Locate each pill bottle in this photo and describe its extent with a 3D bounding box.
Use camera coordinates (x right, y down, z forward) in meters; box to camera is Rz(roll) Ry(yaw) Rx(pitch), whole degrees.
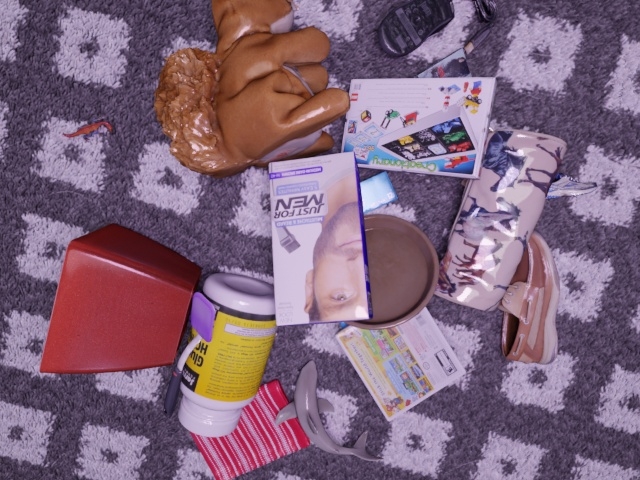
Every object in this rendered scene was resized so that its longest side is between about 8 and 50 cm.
[{"bbox_3d":[-0.213,0.258,0.940,0.188,0.188,0.334,17,96,-1],"label":"pill bottle"}]

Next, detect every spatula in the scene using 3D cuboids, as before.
[{"bbox_3d":[-0.280,0.245,0.854,0.084,0.030,0.296,32,104,36],"label":"spatula"}]

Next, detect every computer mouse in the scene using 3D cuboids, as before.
[{"bbox_3d":[0.261,-0.477,0.915,0.262,0.060,0.184,-42,103,3],"label":"computer mouse"}]

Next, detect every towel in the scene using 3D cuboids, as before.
[{"bbox_3d":[-0.184,0.491,1.046,0.275,0.031,0.199,-26,95,4],"label":"towel"}]

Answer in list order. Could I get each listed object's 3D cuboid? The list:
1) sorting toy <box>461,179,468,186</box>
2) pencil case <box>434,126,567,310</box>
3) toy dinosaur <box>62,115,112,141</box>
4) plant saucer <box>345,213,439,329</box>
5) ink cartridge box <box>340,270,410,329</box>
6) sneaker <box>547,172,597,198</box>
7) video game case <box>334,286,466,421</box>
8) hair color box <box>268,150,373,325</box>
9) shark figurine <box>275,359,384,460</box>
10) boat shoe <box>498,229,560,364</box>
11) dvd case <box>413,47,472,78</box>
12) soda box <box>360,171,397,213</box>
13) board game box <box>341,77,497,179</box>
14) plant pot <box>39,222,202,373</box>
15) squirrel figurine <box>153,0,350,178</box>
[{"bbox_3d":[0.384,-0.134,0.969,0.083,0.012,0.062,36,96,-3],"label":"sorting toy"},{"bbox_3d":[0.364,-0.038,0.898,0.183,0.160,0.410,21,100,14],"label":"pencil case"},{"bbox_3d":[-0.528,-0.254,0.950,0.082,0.090,0.047,-10,115,33],"label":"toy dinosaur"},{"bbox_3d":[0.122,0.068,0.920,0.277,0.041,0.278,-6,61,12],"label":"plant saucer"},{"bbox_3d":[0.135,0.158,0.974,0.190,0.082,0.140,-18,96,2],"label":"ink cartridge box"},{"bbox_3d":[0.569,-0.129,0.947,0.135,0.052,0.058,-7,92,2],"label":"sneaker"},{"bbox_3d":[0.177,0.251,0.914,0.206,0.026,0.227,-32,90,-1],"label":"video game case"},{"bbox_3d":[0.000,0.000,0.850,0.185,0.110,0.339,-6,80,10],"label":"hair color box"},{"bbox_3d":[0.008,0.451,0.978,0.166,0.116,0.278,-38,90,-15],"label":"shark figurine"},{"bbox_3d":[0.468,0.135,0.947,0.116,0.123,0.324,-5,95,4],"label":"boat shoe"},{"bbox_3d":[0.279,-0.363,0.927,0.119,0.013,0.087,-29,120,6],"label":"dvd case"},{"bbox_3d":[0.067,-0.085,0.954,0.210,0.067,0.071,-24,94,4],"label":"soda box"},{"bbox_3d":[0.196,-0.241,0.873,0.305,0.053,0.193,12,98,29],"label":"board game box"},{"bbox_3d":[-0.408,0.135,0.909,0.235,0.267,0.267,16,97,-13],"label":"plant pot"},{"bbox_3d":[-0.173,-0.337,0.836,0.397,0.281,0.370,-20,89,1],"label":"squirrel figurine"}]
